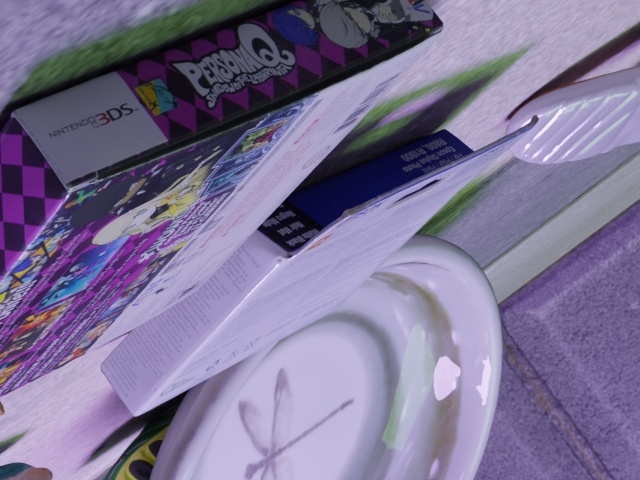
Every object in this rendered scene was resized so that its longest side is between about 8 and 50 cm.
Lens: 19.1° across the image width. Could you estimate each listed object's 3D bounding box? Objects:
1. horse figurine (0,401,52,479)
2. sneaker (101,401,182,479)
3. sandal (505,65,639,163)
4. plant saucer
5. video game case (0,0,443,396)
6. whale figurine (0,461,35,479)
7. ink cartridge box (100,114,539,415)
[{"bbox_3d":[-0.215,0.185,1.081,0.174,0.066,0.263,-34,145,-2],"label":"horse figurine"},{"bbox_3d":[-0.079,0.158,1.604,0.295,0.109,0.123,-27,-174,-40],"label":"sneaker"},{"bbox_3d":[0.249,-0.125,1.394,0.265,0.076,0.102,-10,148,-19],"label":"sandal"},{"bbox_3d":[-0.016,0.166,1.475,0.400,0.100,0.400,-31,135,-37],"label":"plant saucer"},{"bbox_3d":[-0.082,-0.009,0.789,0.210,0.042,0.232,-28,169,-42],"label":"video game case"},{"bbox_3d":[-0.286,0.249,1.226,0.272,0.141,0.216,-61,164,7],"label":"whale figurine"},{"bbox_3d":[0.000,0.000,1.152,0.224,0.045,0.223,-43,169,37],"label":"ink cartridge box"}]
